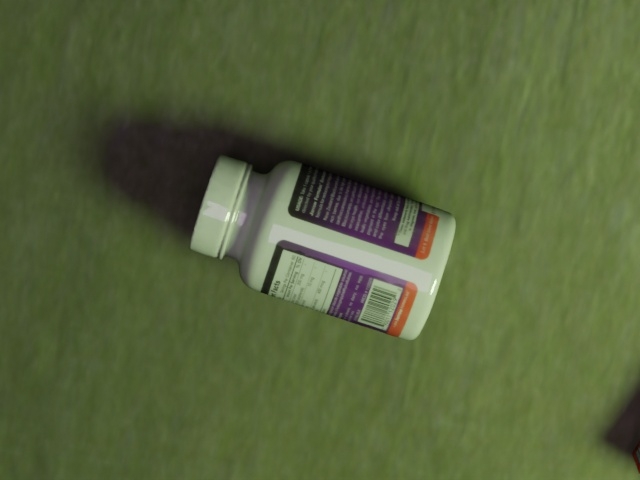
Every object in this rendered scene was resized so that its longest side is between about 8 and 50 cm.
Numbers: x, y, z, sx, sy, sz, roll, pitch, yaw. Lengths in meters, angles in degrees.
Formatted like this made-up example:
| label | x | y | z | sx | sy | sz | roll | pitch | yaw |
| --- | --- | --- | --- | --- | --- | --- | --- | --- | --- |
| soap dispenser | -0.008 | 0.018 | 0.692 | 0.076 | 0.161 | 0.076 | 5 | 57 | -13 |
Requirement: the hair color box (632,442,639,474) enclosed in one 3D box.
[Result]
| label | x | y | z | sx | sy | sz | roll | pitch | yaw |
| --- | --- | --- | --- | --- | --- | --- | --- | --- | --- |
| hair color box | 0.338 | 0.137 | 1.611 | 0.093 | 0.053 | 0.167 | 30 | 104 | -5 |

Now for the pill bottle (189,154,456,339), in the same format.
| label | x | y | z | sx | sy | sz | roll | pitch | yaw |
| --- | --- | --- | --- | --- | --- | --- | --- | --- | --- |
| pill bottle | 0.000 | 0.000 | 1.569 | 0.193 | 0.108 | 0.108 | 19 | 103 | -1 |
